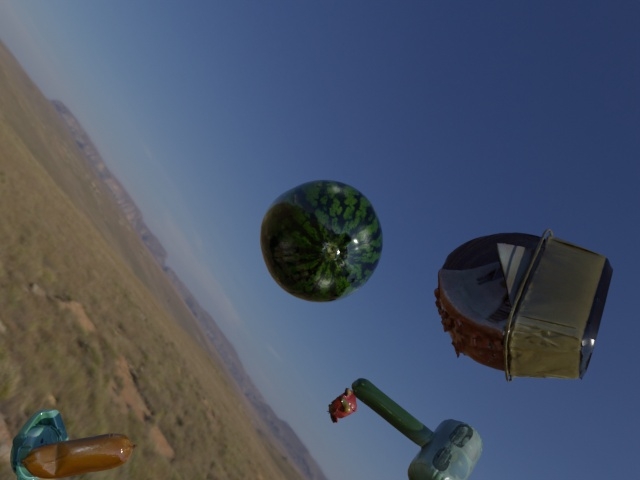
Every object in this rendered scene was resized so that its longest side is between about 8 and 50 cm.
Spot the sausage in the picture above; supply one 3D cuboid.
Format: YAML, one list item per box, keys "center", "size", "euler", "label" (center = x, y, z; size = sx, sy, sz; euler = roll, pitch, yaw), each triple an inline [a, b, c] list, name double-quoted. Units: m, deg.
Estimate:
- center: [-0.415, 0.376, 0.892]
  size: [0.054, 0.183, 0.062]
  euler: [120, -40, -59]
  label: "sausage"

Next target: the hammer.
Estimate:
- center: [0.206, 0.448, 1.218]
  size: [0.335, 0.206, 0.119]
  euler: [34, -53, 25]
  label: "hammer"

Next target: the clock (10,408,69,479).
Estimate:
- center: [-0.512, 0.381, 0.923]
  size: [0.135, 0.041, 0.101]
  euler: [-76, 162, -66]
  label: "clock"

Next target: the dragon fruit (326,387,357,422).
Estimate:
- center: [0.083, 0.552, 1.694]
  size: [0.068, 0.126, 0.112]
  euler: [49, 11, 30]
  label: "dragon fruit"

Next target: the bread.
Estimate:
- center: [0.270, 0.076, 0.704]
  size: [0.211, 0.224, 0.143]
  euler: [13, -42, 32]
  label: "bread"

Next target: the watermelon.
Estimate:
- center: [0.000, 0.000, 1.170]
  size: [0.285, 0.285, 0.285]
  euler: [49, -17, 21]
  label: "watermelon"
